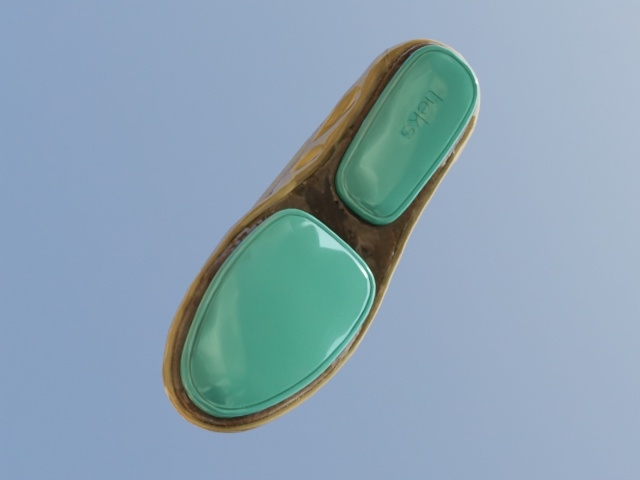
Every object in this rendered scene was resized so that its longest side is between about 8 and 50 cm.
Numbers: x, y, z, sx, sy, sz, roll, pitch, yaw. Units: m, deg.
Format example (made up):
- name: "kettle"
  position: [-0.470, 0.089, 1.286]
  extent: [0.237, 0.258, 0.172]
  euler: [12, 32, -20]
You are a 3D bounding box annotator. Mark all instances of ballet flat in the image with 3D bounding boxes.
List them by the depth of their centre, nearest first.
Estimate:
- name: "ballet flat"
  position: [0.000, 0.000, 0.587]
  extent: [0.080, 0.073, 0.232]
  euler: [45, -118, -11]
